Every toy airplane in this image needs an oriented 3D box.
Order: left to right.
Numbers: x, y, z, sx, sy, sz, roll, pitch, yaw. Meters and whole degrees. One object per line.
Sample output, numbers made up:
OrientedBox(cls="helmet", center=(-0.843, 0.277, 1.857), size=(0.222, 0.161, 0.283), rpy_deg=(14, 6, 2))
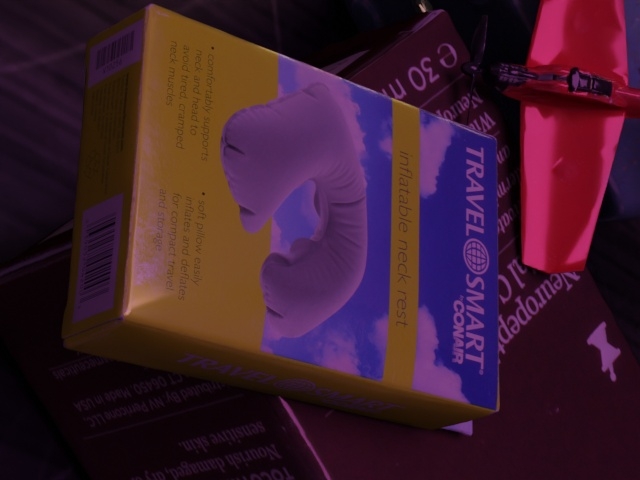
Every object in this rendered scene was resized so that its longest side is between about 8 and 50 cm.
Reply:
OrientedBox(cls="toy airplane", center=(0.127, -0.054, 0.696), size=(0.151, 0.028, 0.151), rpy_deg=(2, 83, -18))

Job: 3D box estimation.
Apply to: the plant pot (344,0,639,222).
OrientedBox(cls="plant pot", center=(0.164, -0.128, 0.832), size=(0.252, 0.247, 0.248), rpy_deg=(-34, 100, -22))

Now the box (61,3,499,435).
OrientedBox(cls="box", center=(0.000, 0.000, 0.589), size=(0.178, 0.042, 0.109), rpy_deg=(17, 66, -36))

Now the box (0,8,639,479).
OrientedBox(cls="box", center=(0.048, 0.121, 0.715), size=(0.191, 0.143, 0.381), rpy_deg=(-40, 106, -42))
